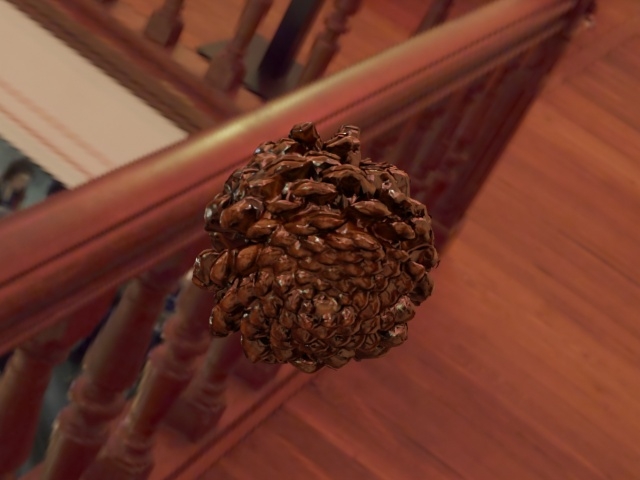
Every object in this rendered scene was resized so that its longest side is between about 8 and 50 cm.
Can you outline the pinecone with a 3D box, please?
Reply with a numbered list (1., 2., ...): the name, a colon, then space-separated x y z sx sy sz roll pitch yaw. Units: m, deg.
1. pinecone: 0.000 0.000 1.077 0.221 0.221 0.221 22 30 -14
